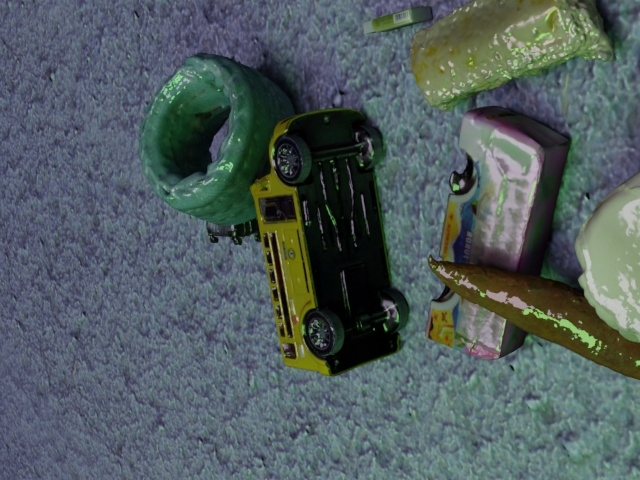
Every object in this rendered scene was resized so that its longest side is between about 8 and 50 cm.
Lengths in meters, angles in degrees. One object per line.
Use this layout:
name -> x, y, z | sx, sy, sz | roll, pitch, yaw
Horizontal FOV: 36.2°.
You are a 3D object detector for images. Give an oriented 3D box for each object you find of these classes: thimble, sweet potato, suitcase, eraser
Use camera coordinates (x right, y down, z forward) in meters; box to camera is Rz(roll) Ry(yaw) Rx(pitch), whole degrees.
thimble -> -0.144, -0.145, 1.364 | 0.198, 0.143, 0.235 | 3, 80, 33
sweet potato -> 0.259, 0.077, 1.018 | 0.314, 0.066, 0.072 | 27, 98, 11
suitcase -> -0.134, -0.058, 1.485 | 0.086, 0.059, 0.126 | 3, 100, 47
eraser -> 0.092, -0.267, 1.189 | 0.083, 0.038, 0.019 | -3, 102, 50

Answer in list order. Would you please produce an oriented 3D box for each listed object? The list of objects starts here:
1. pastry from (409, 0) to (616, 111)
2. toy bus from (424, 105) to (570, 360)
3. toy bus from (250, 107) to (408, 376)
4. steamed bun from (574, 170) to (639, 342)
pastry -> 0.189, -0.220, 1.061 | 0.258, 0.089, 0.122 | -12, 78, 46
toy bus -> 0.195, -0.007, 1.101 | 0.112, 0.090, 0.274 | 24, 117, 36
toy bus -> 0.000, 0.000, 1.280 | 0.151, 0.145, 0.331 | -4, 98, 51
steamed bun -> 0.338, 0.017, 0.932 | 0.182, 0.106, 0.183 | 12, 107, 42
